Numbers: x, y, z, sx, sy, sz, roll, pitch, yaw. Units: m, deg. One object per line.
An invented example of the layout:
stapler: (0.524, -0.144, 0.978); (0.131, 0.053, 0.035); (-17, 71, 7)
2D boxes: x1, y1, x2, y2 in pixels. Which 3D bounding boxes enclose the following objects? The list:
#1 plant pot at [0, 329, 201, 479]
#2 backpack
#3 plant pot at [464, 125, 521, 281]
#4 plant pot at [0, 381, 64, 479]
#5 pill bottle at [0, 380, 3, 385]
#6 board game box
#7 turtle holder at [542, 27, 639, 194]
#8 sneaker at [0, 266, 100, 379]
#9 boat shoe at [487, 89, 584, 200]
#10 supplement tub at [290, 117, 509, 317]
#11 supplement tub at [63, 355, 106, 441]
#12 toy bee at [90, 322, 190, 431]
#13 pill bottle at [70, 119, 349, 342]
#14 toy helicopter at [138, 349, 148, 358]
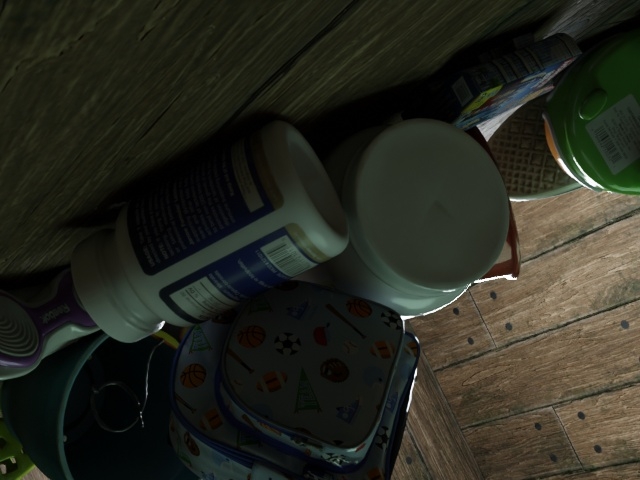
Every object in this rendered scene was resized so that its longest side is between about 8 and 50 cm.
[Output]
plant pot: (-0.318, 0.232, 1.230); (0.255, 0.272, 0.271); (2, -165, 43)
backpack: (-0.036, 0.172, 0.953); (0.277, 0.263, 0.213); (-66, 164, -47)
plant pot: (0.152, -0.029, 1.406); (0.265, 0.273, 0.272); (-17, 174, -1)
plant pot: (-0.563, 0.317, 1.526); (0.207, 0.227, 0.228); (-28, 178, -28)
pill bottle: (-0.533, 0.208, 1.281); (0.094, 0.094, 0.169); (-21, 173, -36)
board game box: (0.222, -0.198, 1.056); (0.194, 0.060, 0.194); (-25, 174, -19)
turtle holder: (0.479, -0.222, 1.313); (0.320, 0.243, 0.227); (-64, -169, 0)
sneaker: (-0.381, 0.119, 1.029); (0.152, 0.114, 0.305); (-29, 174, 23)
boat shoe: (0.516, -0.222, 1.516); (0.500, 0.187, 0.156); (-33, 167, 16)
supplement tub: (0.065, -0.010, 1.095); (0.235, 0.236, 0.325); (-23, 178, -26)
supplement tub: (-0.404, 0.224, 1.452); (0.144, 0.200, 0.144); (-25, 174, -3)
toy bee: (-0.164, 0.080, 1.082); (0.195, 0.298, 0.162); (15, 145, -28)
pill bottle: (-0.117, -0.002, 0.898); (0.264, 0.153, 0.153); (-27, 174, 14)
toy helicopter: (-0.223, 0.111, 1.486); (0.235, 0.140, 0.355); (-51, 178, 17)
